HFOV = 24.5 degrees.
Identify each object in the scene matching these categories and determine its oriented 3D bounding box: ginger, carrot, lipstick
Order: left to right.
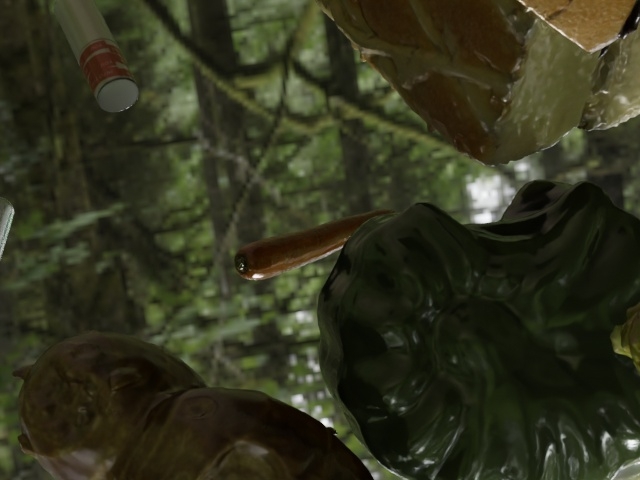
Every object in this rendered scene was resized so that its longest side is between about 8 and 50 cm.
[{"bbox_3d":[-0.198,-0.169,1.299,0.038,0.038,0.130,-13,-130,-21],"label":"lipstick"},{"bbox_3d":[-0.088,0.203,1.318,0.357,0.152,0.274,24,173,21],"label":"ginger"},{"bbox_3d":[0.000,0.000,1.665,0.248,0.043,0.043,-18,-164,-40],"label":"carrot"}]

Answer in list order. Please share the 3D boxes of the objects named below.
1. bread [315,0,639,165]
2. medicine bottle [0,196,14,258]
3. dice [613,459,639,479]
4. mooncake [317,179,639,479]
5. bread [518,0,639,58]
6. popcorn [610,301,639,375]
[{"bbox_3d":[0.194,-0.322,1.434,0.279,0.371,0.390,-11,-138,-33],"label":"bread"},{"bbox_3d":[-0.450,0.049,1.852,0.078,0.219,0.115,19,166,-19],"label":"medicine bottle"},{"bbox_3d":[0.363,0.207,1.968,0.227,0.233,0.238,-23,158,6],"label":"dice"},{"bbox_3d":[0.173,0.104,1.441,0.351,0.351,0.187,-11,-171,-11],"label":"mooncake"},{"bbox_3d":[0.170,-0.211,0.933,0.169,0.160,0.140,-30,-133,12],"label":"bread"},{"bbox_3d":[0.263,0.061,1.074,0.097,0.109,0.089,-27,-123,-30],"label":"popcorn"}]
